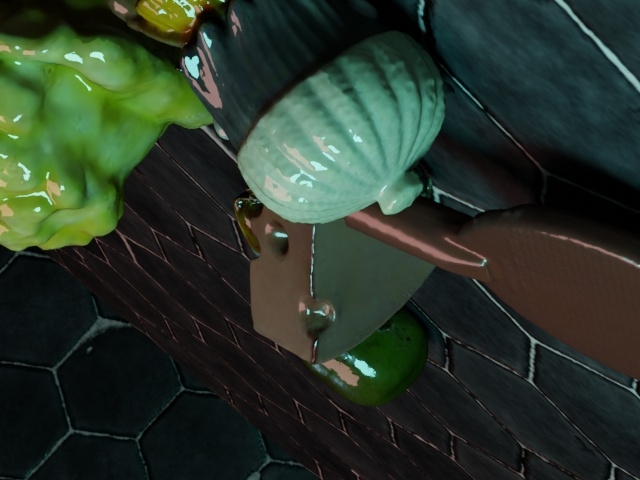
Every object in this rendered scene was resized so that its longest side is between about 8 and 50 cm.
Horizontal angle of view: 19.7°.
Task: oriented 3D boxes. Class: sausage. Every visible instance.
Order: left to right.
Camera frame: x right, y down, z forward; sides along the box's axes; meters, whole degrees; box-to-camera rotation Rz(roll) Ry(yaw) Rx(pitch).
[{"bbox_3d":[-0.036,0.032,2.274,0.082,0.082,0.371,34,165,30],"label":"sausage"}]

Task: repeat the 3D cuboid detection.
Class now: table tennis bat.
[{"bbox_3d":[0.204,0.039,1.508,0.415,0.051,0.268,23,162,23],"label":"table tennis bat"}]

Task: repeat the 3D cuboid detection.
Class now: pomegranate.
[{"bbox_3d":[0.053,0.120,2.228,0.152,0.131,0.191,36,-170,1],"label":"pomegranate"}]

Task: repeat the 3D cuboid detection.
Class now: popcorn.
[{"bbox_3d":[-0.236,-0.156,1.791,0.382,0.349,0.349,3,166,-3],"label":"popcorn"}]

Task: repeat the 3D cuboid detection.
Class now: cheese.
[{"bbox_3d":[0.003,0.025,1.781,0.203,0.177,0.128,22,-177,-42],"label":"cheese"}]

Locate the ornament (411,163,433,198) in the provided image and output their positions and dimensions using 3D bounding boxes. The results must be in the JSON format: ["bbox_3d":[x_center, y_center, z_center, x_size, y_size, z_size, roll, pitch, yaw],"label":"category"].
[{"bbox_3d":[0.030,-0.103,1.674,0.203,0.088,0.081,33,146,-16],"label":"ornament"}]

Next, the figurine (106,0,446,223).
[{"bbox_3d":[-0.048,-0.155,1.466,0.332,0.185,0.204,42,-157,-19],"label":"figurine"}]
